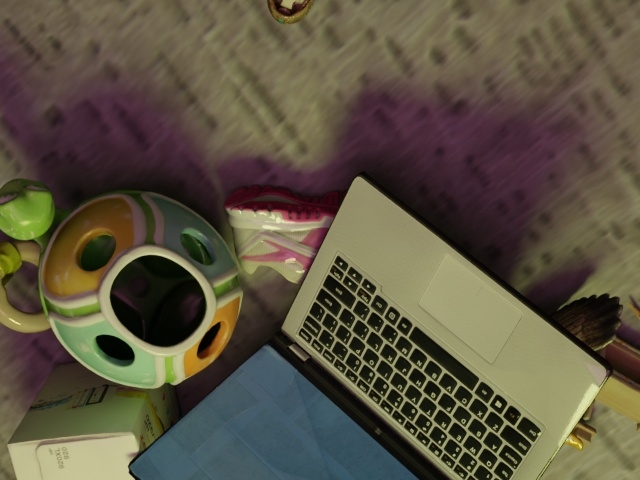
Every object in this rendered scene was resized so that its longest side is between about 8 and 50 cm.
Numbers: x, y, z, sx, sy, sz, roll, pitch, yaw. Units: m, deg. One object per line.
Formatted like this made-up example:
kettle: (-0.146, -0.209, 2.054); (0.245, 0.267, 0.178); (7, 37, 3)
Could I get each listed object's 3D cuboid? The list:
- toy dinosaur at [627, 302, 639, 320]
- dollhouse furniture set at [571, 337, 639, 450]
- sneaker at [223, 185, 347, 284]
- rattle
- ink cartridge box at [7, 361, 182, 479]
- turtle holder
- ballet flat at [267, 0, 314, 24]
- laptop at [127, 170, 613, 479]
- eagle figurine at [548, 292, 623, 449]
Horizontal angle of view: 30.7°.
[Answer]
toy dinosaur: (0.512, 0.149, 1.563); (0.211, 0.064, 0.112); (10, 103, 16)
dollhouse furniture set: (0.411, 0.227, 1.591); (0.181, 0.101, 0.161); (29, 134, -8)
sneaker: (0.000, 0.000, 1.515); (0.252, 0.103, 0.111); (7, 115, 8)
rattle: (-0.388, 0.089, 1.588); (0.199, 0.130, 0.142); (22, 132, -37)
ink cartridge box: (-0.288, 0.280, 1.559); (0.168, 0.233, 0.171); (-8, 110, 7)
turtle holder: (-0.233, 0.034, 1.439); (0.243, 0.227, 0.320); (-27, 101, -13)
ballet flat: (-0.009, -0.352, 1.393); (0.073, 0.067, 0.206); (18, 110, -3)
laptop: (0.042, 0.206, 1.338); (0.382, 0.236, 0.408); (39, 121, 23)
eagle figurine: (0.245, 0.193, 1.496); (0.225, 0.226, 0.298); (10, 111, -1)
